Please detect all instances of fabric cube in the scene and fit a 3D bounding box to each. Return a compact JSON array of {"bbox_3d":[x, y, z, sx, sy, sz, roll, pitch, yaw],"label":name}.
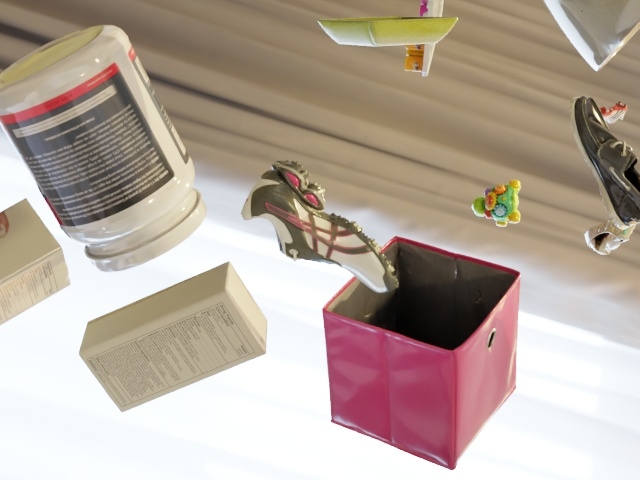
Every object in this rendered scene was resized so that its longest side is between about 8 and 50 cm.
[{"bbox_3d":[0.178,0.188,2.039,0.254,0.259,0.258,-42,138,-44],"label":"fabric cube"}]

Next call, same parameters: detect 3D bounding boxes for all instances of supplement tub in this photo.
[{"bbox_3d":[-0.277,-0.116,1.504,0.191,0.191,0.272,-90,157,-65],"label":"supplement tub"}]

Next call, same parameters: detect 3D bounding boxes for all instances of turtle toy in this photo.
[{"bbox_3d":[0.378,-0.080,2.554,0.130,0.066,0.095,161,-67,-63],"label":"turtle toy"}]

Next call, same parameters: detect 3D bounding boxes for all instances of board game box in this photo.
[{"bbox_3d":[0.224,-0.580,2.380,0.390,0.050,0.390,-72,166,-59],"label":"board game box"}]

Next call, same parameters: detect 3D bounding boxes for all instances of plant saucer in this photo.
[{"bbox_3d":[0.119,-0.374,2.119,0.188,0.188,0.045,20,-65,59],"label":"plant saucer"}]

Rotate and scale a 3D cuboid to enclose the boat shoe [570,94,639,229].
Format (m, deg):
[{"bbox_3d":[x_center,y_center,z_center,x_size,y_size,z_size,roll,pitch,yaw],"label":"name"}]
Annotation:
[{"bbox_3d":[0.481,-0.137,1.939,0.079,0.233,0.084,-24,-177,41],"label":"boat shoe"}]

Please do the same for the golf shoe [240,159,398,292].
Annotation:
[{"bbox_3d":[0.000,0.000,1.833,0.120,0.273,0.105,-48,-172,-7],"label":"golf shoe"}]

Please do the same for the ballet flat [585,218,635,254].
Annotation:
[{"bbox_3d":[0.504,-0.003,2.098,0.168,0.057,0.052,112,-2,-73],"label":"ballet flat"}]

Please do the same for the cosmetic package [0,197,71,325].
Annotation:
[{"bbox_3d":[-0.591,0.074,2.025,0.296,0.129,0.153,-31,157,-20],"label":"cosmetic package"}]

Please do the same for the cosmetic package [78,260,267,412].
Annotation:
[{"bbox_3d":[-0.268,0.179,2.185,0.113,0.309,0.160,-92,157,-60],"label":"cosmetic package"}]

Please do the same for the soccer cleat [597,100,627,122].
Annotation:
[{"bbox_3d":[0.512,-0.223,2.111,0.029,0.083,0.035,39,-45,43],"label":"soccer cleat"}]

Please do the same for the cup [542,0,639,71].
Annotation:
[{"bbox_3d":[0.345,-0.395,1.353,0.331,0.237,0.331,-46,175,-6],"label":"cup"}]
